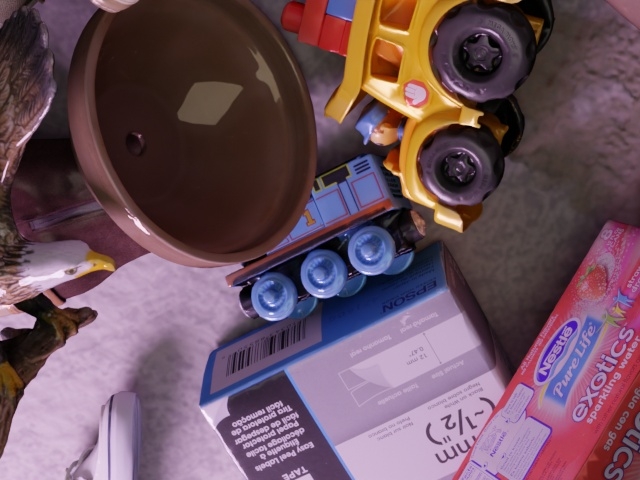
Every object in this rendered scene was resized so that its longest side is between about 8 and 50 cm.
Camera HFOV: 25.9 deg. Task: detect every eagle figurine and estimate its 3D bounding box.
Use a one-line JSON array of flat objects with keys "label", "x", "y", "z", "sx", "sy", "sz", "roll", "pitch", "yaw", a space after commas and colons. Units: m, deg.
[{"label": "eagle figurine", "x": -0.261, "y": -0.005, "z": 1.042, "sx": 0.225, "sy": 0.226, "sz": 0.298, "roll": -22, "pitch": 131, "yaw": -4}]

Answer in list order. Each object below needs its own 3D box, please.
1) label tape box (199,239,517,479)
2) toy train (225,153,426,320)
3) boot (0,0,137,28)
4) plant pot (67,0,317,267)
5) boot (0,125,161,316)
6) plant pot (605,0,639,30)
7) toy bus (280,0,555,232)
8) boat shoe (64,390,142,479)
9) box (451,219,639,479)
[{"label": "label tape box", "x": 0.083, "y": 0.209, "z": 1.286, "sx": 0.249, "sy": 0.115, "sz": 0.348, "roll": -27, "pitch": 108, "yaw": 11}, {"label": "toy train", "x": 0.000, "y": 0.000, "z": 1.211, "sx": 0.184, "sy": 0.080, "sz": 0.105, "roll": -26, "pitch": 80, "yaw": 19}, {"label": "boot", "x": -0.216, "y": -0.207, "z": 1.075, "sx": 0.165, "sy": 0.213, "sz": 0.077, "roll": -40, "pitch": 135, "yaw": 17}, {"label": "plant pot", "x": -0.123, "y": -0.090, "z": 1.137, "sx": 0.109, "sy": 0.237, "sz": 0.237, "roll": -12, "pitch": 117, "yaw": 45}, {"label": "boot", "x": -0.246, "y": -0.067, "z": 1.208, "sx": 0.207, "sy": 0.090, "sz": 0.248, "roll": -24, "pitch": 109, "yaw": -2}, {"label": "plant pot", "x": 0.313, "y": -0.233, "z": 1.045, "sx": 0.229, "sy": 0.263, "sz": 0.263, "roll": 30, "pitch": 111, "yaw": 8}, {"label": "toy bus", "x": 0.069, "y": -0.142, "z": 1.133, "sx": 0.211, "sy": 0.149, "sz": 0.220, "roll": 15, "pitch": 115, "yaw": 9}, {"label": "boat shoe", "x": -0.213, "y": 0.244, "z": 1.321, "sx": 0.075, "sy": 0.083, "sz": 0.226, "roll": 5, "pitch": 113, "yaw": -2}, {"label": "box", "x": 0.250, "y": 0.151, "z": 1.155, "sx": 0.142, "sy": 0.154, "sz": 0.300, "roll": 33, "pitch": 86, "yaw": -24}]
